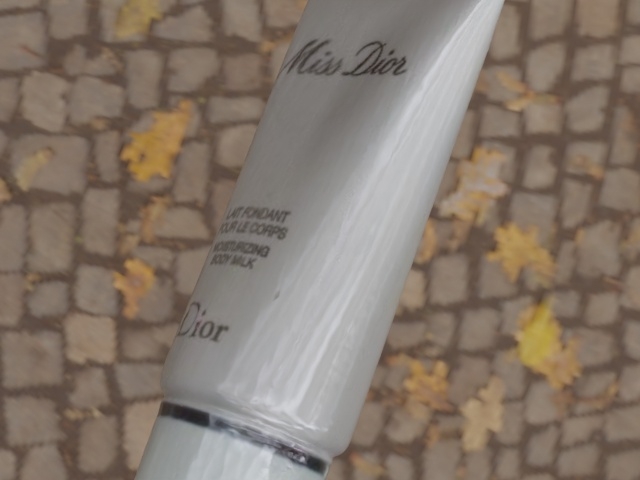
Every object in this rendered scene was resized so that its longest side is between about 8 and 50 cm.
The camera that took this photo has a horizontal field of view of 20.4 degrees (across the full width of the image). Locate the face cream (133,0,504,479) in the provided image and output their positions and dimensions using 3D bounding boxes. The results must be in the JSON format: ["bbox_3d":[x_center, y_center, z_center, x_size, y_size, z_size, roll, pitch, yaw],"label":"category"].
[{"bbox_3d":[0.000,0.000,0.820,0.089,0.143,0.314,30,75,-35],"label":"face cream"}]
